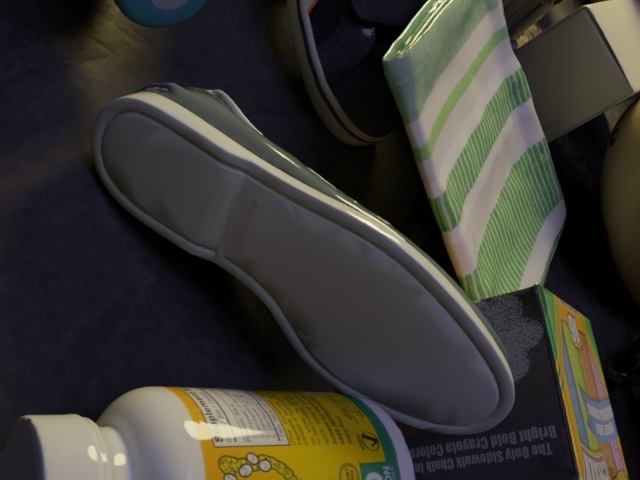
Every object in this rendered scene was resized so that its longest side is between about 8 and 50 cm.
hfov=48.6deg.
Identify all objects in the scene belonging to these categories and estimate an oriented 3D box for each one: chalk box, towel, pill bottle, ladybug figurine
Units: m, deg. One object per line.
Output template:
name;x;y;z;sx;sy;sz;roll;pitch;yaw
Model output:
chalk box;0.139;0.159;0.513;0.132;0.132;0.213;26;53;-51
towel;0.162;-0.075;0.655;0.248;0.038;0.325;-56;132;-41
pill bottle;-0.058;0.139;0.382;0.208;0.117;0.118;12;61;-37
ladybug figurine;0.478;-0.040;0.848;0.449;0.305;0.162;41;11;-37

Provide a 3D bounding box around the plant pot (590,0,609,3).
plant pot;0.572;-0.522;1.166;0.305;0.334;0.334;-34;92;-34

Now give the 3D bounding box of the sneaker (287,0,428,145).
sneaker;0.048;-0.247;0.611;0.126;0.127;0.321;-13;98;-46

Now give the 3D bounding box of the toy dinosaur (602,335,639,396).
toy dinosaur;0.421;0.183;0.724;0.321;0.164;0.218;-20;72;-38

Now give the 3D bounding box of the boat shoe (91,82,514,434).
boat shoe;0.000;0.000;0.475;0.319;0.116;0.099;36;33;5

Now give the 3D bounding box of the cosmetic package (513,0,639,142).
cosmetic package;0.349;-0.219;0.894;0.309;0.160;0.113;-28;88;-44

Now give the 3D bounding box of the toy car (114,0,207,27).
toy car;-0.215;-0.250;0.438;0.237;0.210;0.219;-20;67;-16

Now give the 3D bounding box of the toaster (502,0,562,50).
toaster;0.171;-0.318;0.780;0.129;0.146;0.227;-17;70;-41
